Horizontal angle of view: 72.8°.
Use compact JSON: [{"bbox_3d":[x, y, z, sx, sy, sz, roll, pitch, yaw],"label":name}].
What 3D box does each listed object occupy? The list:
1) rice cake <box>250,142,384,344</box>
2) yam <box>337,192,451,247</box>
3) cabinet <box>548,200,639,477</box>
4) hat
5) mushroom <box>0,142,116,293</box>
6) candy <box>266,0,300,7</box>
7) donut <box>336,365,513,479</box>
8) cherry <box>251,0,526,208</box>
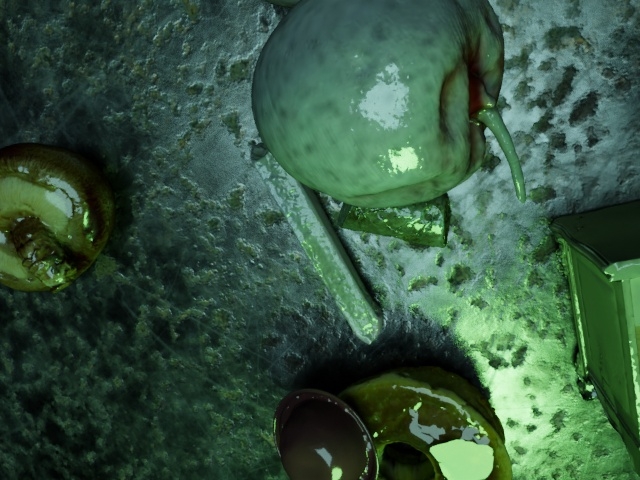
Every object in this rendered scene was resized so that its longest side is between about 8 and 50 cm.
[{"bbox_3d":[0.001,0.000,0.743,0.064,0.070,0.399,-29,97,13],"label":"rice cake"},{"bbox_3d":[0.122,-0.050,0.690,0.183,0.107,0.107,14,106,6],"label":"yam"},{"bbox_3d":[0.512,0.113,0.582,0.290,0.227,0.318,-13,103,14],"label":"cabinet"},{"bbox_3d":[-0.004,0.342,0.701,0.205,0.089,0.205,3,97,28],"label":"hat"},{"bbox_3d":[-0.509,-0.035,0.801,0.297,0.163,0.278,-37,85,18],"label":"mushroom"},{"bbox_3d":[-0.013,-0.460,0.570,0.295,0.185,0.295,9,111,23],"label":"candy"},{"bbox_3d":[0.158,0.362,0.766,0.330,0.160,0.330,4,101,22],"label":"donut"},{"bbox_3d":[0.064,-0.180,0.554,0.335,0.326,0.291,-11,130,16],"label":"cherry"}]
